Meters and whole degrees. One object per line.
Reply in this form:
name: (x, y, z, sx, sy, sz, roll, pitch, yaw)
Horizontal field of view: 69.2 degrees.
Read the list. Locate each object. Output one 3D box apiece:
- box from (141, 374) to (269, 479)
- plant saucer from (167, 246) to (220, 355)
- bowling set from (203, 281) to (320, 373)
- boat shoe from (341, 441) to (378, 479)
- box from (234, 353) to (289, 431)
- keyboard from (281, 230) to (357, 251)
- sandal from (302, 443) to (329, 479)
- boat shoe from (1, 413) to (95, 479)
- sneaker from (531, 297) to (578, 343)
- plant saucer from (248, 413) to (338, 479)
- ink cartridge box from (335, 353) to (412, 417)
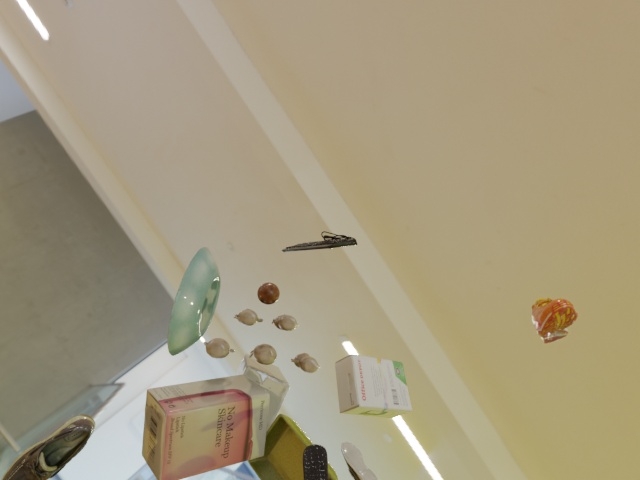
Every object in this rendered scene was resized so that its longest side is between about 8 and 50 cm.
box: (-0.242, 0.390, 0.986, 0.127, 0.232, 0.148, 11, -84, 52)
plant saucer: (-0.209, 0.109, 0.809, 0.037, 0.195, 0.195, 13, -42, 1)
bowling set: (-0.126, 0.211, 1.140, 0.287, 0.200, 0.154, 15, -13, -8)
boat shoe: (0.084, 0.513, 1.046, 0.125, 0.046, 0.038, 40, -54, 44)
box: (-0.183, 0.420, 1.303, 0.121, 0.148, 0.311, 26, -13, -6)
keyboard: (0.000, 0.000, 1.012, 0.192, 0.100, 0.038, -4, -88, 53)
sandal: (-0.008, 0.479, 0.883, 0.067, 0.179, 0.040, 2, -58, 0)
boat shoe: (-0.602, 0.480, 1.018, 0.080, 0.223, 0.073, 54, -20, -11)
sneaker: (0.370, 0.122, 0.758, 0.175, 0.064, 0.067, 52, 16, -62)
plant saucer: (-0.054, 0.496, 1.014, 0.188, 0.045, 0.188, 44, -60, 24)
ink cartridge box: (0.156, 0.438, 1.389, 0.093, 0.212, 0.154, -39, -135, 39)
